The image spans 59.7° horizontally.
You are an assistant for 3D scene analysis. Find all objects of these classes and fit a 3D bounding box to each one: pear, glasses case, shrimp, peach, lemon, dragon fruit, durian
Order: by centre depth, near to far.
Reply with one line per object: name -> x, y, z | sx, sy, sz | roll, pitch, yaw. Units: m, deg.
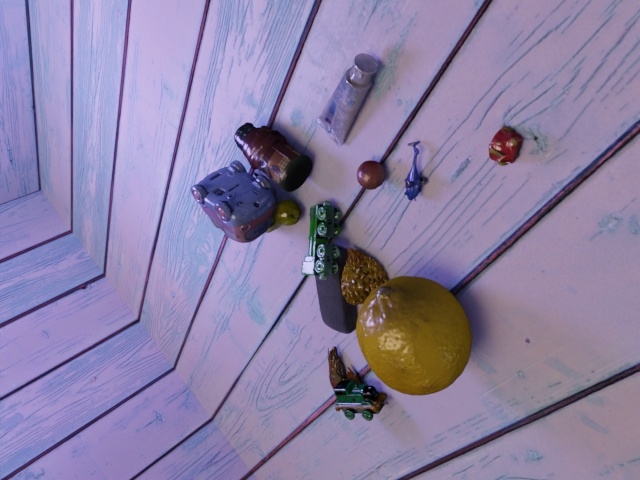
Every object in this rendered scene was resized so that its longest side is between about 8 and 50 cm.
dragon fruit -> 0.412, -0.206, 1.245 | 0.056, 0.060, 0.083 | 34, 135, 34
lemon -> 0.261, 0.262, 1.549 | 0.336, 0.336, 0.335 | 28, 134, 34
peach -> 0.140, -0.184, 1.554 | 0.083, 0.083, 0.083 | 28, 134, 34
durian -> 0.138, 0.130, 1.773 | 0.132, 0.165, 0.182 | -108, 32, -68
pear -> -0.110, -0.095, 1.899 | 0.097, 0.092, 0.092 | -14, 104, 53
glasses case -> 0.051, 0.167, 1.904 | 0.131, 0.074, 0.322 | 20, 128, 41
shrimp -> 0.085, 0.513, 2.123 | 0.150, 0.068, 0.248 | -9, 113, 38

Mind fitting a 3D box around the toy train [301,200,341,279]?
toy train -> 0.000, 0.000, 1.778 | 0.119, 0.085, 0.251 | -2, 84, 48

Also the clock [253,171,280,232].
clock -> -0.231, -0.148, 2.010 | 0.170, 0.069, 0.231 | 17, 127, 42

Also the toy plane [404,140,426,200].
toy plane -> 0.243, -0.178, 1.470 | 0.062, 0.054, 0.167 | -124, 27, -49

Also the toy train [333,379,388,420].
toy train -> 0.138, 0.577, 2.040 | 0.228, 0.091, 0.136 | -14, 106, 37

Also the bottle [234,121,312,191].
bottle -> -0.162, -0.274, 1.788 | 0.271, 0.143, 0.156 | 38, 113, 21

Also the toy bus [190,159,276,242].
toy bus -> -0.284, -0.110, 1.896 | 0.294, 0.197, 0.231 | 31, 146, 33

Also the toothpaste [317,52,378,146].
toothpaste -> 0.070, -0.379, 1.517 | 0.114, 0.073, 0.299 | 51, 150, 9
